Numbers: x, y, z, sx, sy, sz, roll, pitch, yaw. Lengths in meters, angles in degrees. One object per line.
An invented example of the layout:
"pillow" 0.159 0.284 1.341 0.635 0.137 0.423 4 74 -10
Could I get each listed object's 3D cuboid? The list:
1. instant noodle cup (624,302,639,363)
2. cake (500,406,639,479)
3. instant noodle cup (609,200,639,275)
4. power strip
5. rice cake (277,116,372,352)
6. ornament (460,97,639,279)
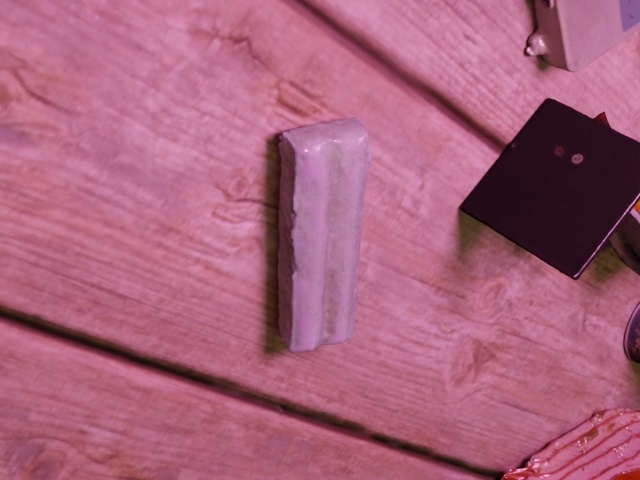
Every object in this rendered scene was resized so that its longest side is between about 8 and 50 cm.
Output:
"instant noodle cup" 0.480 0.133 1.395 0.127 0.136 0.127 -18 123 -30
"cake" 0.345 0.310 1.417 0.287 0.098 0.135 -24 126 -21
"instant noodle cup" 0.425 -0.047 1.246 0.185 0.168 0.168 -32 131 -8
"power strip" 0.312 -0.274 1.095 0.270 0.046 0.118 -34 131 -19
"rice cake" 0.000 0.000 0.997 0.085 0.040 0.226 -17 123 -32
"ornament" 0.282 -0.024 1.156 0.166 0.153 0.196 -51 144 -4
